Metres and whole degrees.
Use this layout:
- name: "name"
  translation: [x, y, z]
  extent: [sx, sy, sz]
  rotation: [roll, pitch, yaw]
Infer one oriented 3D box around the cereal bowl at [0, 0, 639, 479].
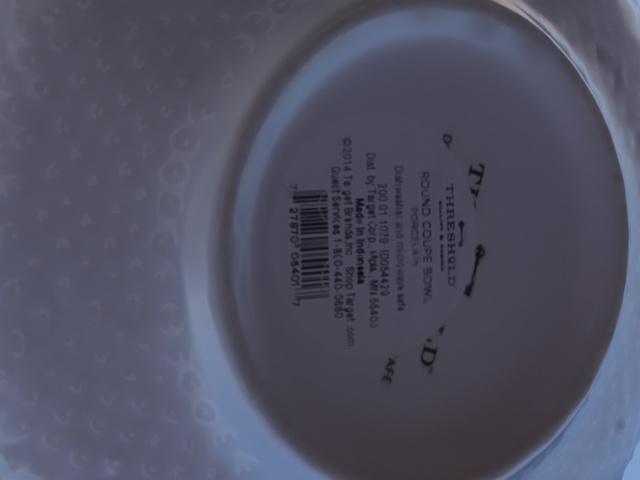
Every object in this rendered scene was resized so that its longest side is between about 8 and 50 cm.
- name: "cereal bowl"
  translation: [0.000, 0.000, 0.642]
  extent: [0.339, 0.141, 0.339]
  rotation: [-3, -85, -33]
